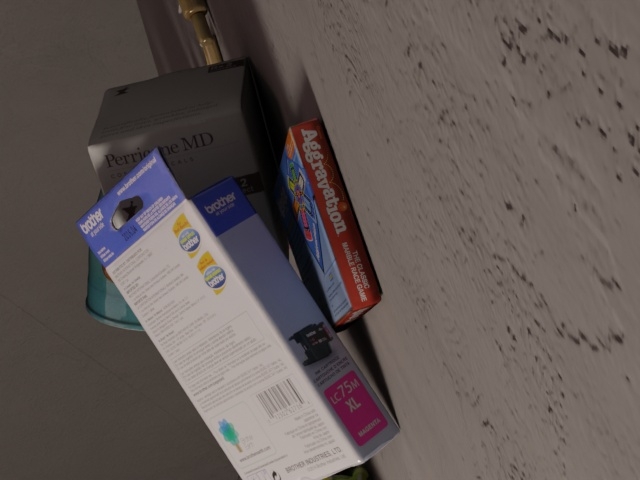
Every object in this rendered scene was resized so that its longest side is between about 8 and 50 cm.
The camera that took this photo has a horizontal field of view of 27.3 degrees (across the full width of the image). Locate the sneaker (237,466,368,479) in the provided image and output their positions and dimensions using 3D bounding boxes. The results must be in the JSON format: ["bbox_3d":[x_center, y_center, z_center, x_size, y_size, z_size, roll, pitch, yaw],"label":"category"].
[{"bbox_3d":[0.003,0.316,1.389,0.385,0.145,0.147,34,110,55],"label":"sneaker"}]

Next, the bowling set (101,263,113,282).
[{"bbox_3d":[-0.226,-0.044,1.749,0.287,0.200,0.154,30,-140,-67],"label":"bowling set"}]

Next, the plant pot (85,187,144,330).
[{"bbox_3d":[-0.247,-0.021,2.103,0.271,0.272,0.255,-125,32,-68],"label":"plant pot"}]

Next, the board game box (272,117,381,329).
[{"bbox_3d":[0.000,0.000,1.096,0.281,0.027,0.145,119,131,-81],"label":"board game box"}]

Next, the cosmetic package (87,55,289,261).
[{"bbox_3d":[-0.123,-0.059,1.291,0.151,0.151,0.183,-94,-11,-62],"label":"cosmetic package"}]

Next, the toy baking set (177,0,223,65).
[{"bbox_3d":[-0.166,-0.292,1.632,0.197,0.030,0.256,97,154,-75],"label":"toy baking set"}]

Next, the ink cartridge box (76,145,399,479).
[{"bbox_3d":[-0.079,0.072,1.149,0.311,0.065,0.186,55,143,-1],"label":"ink cartridge box"}]

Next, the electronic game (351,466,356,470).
[{"bbox_3d":[0.005,0.258,1.631,0.229,0.048,0.229,162,90,-82],"label":"electronic game"}]
